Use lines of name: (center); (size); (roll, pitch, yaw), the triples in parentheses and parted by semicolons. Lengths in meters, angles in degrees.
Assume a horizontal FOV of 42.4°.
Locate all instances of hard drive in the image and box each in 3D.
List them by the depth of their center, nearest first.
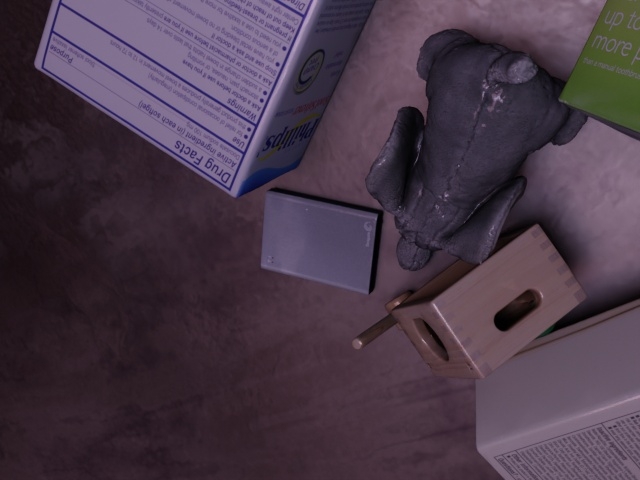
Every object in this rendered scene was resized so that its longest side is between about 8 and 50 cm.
hard drive: (0.000, 0.000, 0.919); (0.135, 0.022, 0.094); (13, 111, 20)

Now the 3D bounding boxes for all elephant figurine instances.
elephant figurine: (0.123, -0.055, 0.751); (0.169, 0.186, 0.240); (43, 111, 46)

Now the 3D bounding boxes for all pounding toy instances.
pounding toy: (0.128, 0.085, 0.811); (0.181, 0.206, 0.094); (-35, 90, -14)

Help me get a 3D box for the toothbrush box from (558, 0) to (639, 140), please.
toothbrush box: (0.327, -0.183, 0.567); (0.122, 0.206, 0.283); (18, 105, -29)

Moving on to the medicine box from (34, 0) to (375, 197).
medicine box: (-0.104, -0.238, 0.819); (0.263, 0.149, 0.289); (33, 117, 12)

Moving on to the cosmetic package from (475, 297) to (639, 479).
cosmetic package: (0.310, 0.142, 0.741); (0.309, 0.113, 0.160); (-27, 121, 28)
